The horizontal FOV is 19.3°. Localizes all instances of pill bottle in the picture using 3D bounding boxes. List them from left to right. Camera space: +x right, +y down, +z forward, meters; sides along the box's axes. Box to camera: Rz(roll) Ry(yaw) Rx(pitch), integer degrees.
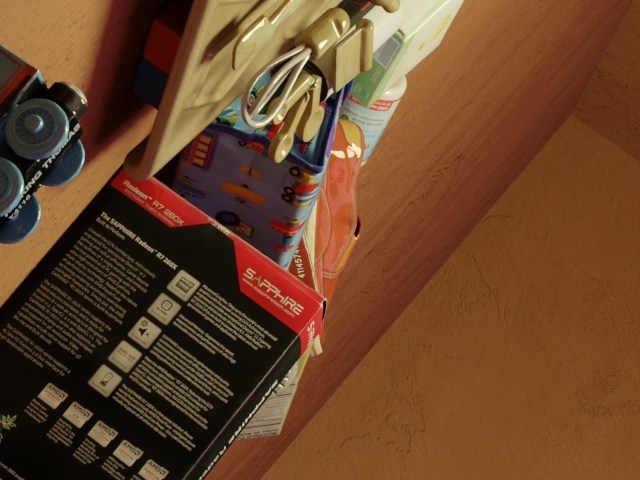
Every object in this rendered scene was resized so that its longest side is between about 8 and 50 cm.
[{"bbox_3d":[0.032,-0.140,2.207,0.087,0.087,0.160,-40,162,-54],"label":"pill bottle"}]

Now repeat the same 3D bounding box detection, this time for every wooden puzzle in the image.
[{"bbox_3d":[-0.041,-0.243,1.586,0.322,0.080,0.348,-46,172,-40],"label":"wooden puzzle"}]

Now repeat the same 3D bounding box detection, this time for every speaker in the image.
[{"bbox_3d":[0.023,-0.187,1.769,0.136,0.055,0.055,-46,167,-36],"label":"speaker"}]

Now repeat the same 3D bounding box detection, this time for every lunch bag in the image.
[{"bbox_3d":[-0.038,-0.133,1.888,0.221,0.138,0.293,111,2,-53],"label":"lunch bag"}]

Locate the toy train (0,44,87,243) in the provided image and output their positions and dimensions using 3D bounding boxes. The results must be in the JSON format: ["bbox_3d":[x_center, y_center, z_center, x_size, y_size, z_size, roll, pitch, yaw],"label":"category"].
[{"bbox_3d":[-0.236,-0.044,1.245,0.184,0.105,0.080,-53,165,-13],"label":"toy train"}]

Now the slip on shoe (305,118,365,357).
[{"bbox_3d":[0.000,0.000,2.189,0.101,0.123,0.331,-10,126,-19],"label":"slip on shoe"}]

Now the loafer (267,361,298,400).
[{"bbox_3d":[-0.149,0.127,1.989,0.087,0.251,0.094,-88,174,-70],"label":"loafer"}]

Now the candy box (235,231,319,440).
[{"bbox_3d":[-0.079,0.083,2.154,0.087,0.183,0.316,-6,151,-14],"label":"candy box"}]

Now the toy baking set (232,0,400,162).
[{"bbox_3d":[0.001,-0.165,1.614,0.197,0.030,0.256,-60,161,-7],"label":"toy baking set"}]

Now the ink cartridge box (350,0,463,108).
[{"bbox_3d":[0.125,-0.257,1.952,0.235,0.056,0.171,-43,173,-22],"label":"ink cartridge box"}]

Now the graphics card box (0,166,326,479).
[{"bbox_3d":[-0.194,0.140,1.682,0.371,0.233,0.094,-52,170,-17],"label":"graphics card box"}]
